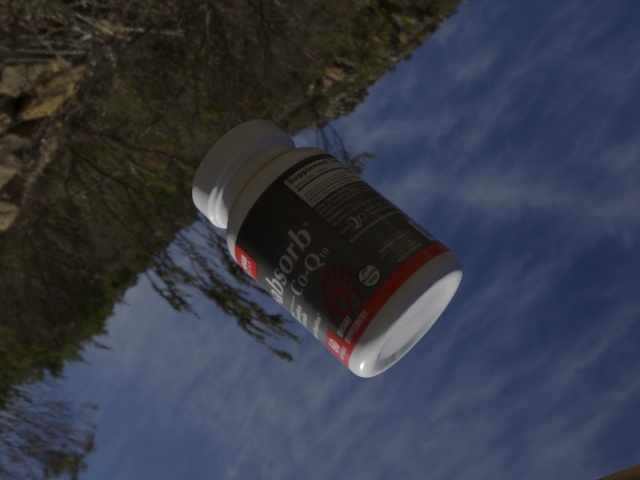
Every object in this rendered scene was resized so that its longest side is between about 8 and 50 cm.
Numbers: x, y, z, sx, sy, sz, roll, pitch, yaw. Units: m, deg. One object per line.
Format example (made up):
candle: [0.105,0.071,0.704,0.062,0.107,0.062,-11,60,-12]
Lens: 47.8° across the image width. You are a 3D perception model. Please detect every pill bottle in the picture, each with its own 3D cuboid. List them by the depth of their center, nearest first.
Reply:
pill bottle: [0.000,0.000,1.015,0.363,0.210,0.210,41,-78,22]

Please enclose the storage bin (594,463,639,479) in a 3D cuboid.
storage bin: [0.311,0.250,0.654,0.262,0.260,0.123,-32,-122,27]
